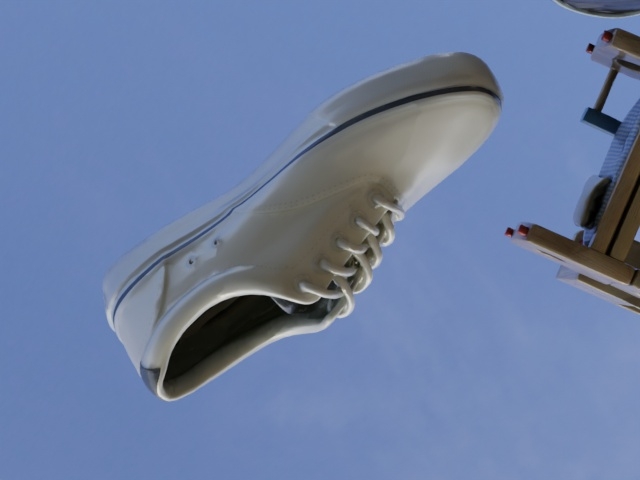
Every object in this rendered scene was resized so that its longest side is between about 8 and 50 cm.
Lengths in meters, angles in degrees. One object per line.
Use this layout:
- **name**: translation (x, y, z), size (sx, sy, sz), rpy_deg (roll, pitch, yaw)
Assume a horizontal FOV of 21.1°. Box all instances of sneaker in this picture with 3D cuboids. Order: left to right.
- **sneaker**: translation (0.000, 0.000, 0.944), size (0.094, 0.258, 0.091), rpy_deg (36, -158, -52)

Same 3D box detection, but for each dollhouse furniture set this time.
- **dollhouse furniture set**: translation (0.187, -0.032, 1.018), size (0.129, 0.184, 0.129), rpy_deg (24, -92, -1)

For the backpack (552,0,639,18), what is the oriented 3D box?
- **backpack**: translation (0.230, -0.246, 1.035), size (0.253, 0.225, 0.191), rpy_deg (-19, -116, 13)
